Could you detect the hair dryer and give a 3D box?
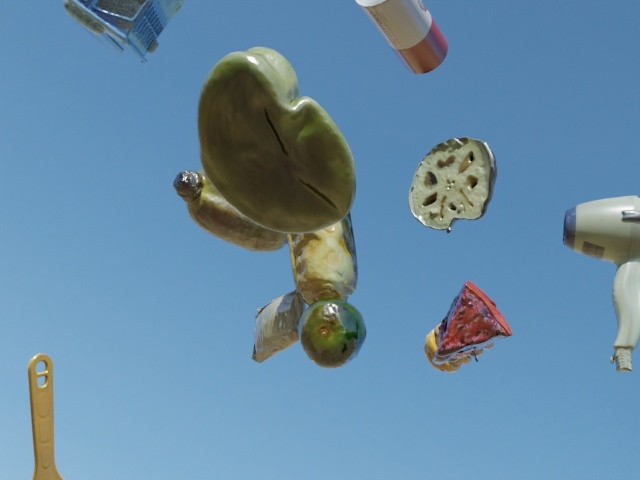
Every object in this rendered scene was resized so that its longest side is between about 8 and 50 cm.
[{"bbox_3d":[0.569,0.046,1.452,0.295,0.298,0.119,-15,-27,3],"label":"hair dryer"}]

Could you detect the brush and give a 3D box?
[{"bbox_3d":[-0.393,0.296,1.272,0.013,0.103,0.272,0,-87,34],"label":"brush"}]

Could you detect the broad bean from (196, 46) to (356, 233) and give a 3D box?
[{"bbox_3d":[-0.052,-0.099,0.942,0.153,0.072,0.207,-24,-86,23],"label":"broad bean"}]

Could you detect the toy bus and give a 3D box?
[{"bbox_3d":[-0.300,-0.396,1.394,0.152,0.190,0.312,35,1,-8],"label":"toy bus"}]

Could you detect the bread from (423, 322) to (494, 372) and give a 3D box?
[{"bbox_3d":[0.326,0.234,2.107,0.119,0.177,0.084,53,2,16],"label":"bread"}]

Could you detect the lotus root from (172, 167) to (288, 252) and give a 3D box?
[{"bbox_3d":[-0.180,-0.081,1.971,0.309,0.173,0.173,23,-34,-22],"label":"lotus root"}]

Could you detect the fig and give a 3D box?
[{"bbox_3d":[0.033,0.152,1.495,0.117,0.117,0.177,5,-3,25],"label":"fig"}]

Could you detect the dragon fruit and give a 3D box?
[{"bbox_3d":[0.221,0.155,1.345,0.092,0.123,0.192,24,-25,4],"label":"dragon fruit"}]

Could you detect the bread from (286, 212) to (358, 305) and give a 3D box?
[{"bbox_3d":[0.000,0.000,1.686,0.129,0.268,0.152,-8,-22,-1],"label":"bread"}]

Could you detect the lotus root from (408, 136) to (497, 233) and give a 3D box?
[{"bbox_3d":[0.283,-0.107,1.845,0.183,0.204,0.078,16,-7,36],"label":"lotus root"}]

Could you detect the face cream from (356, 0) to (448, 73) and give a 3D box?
[{"bbox_3d":[0.151,-0.402,1.643,0.095,0.096,0.214,-3,-26,32],"label":"face cream"}]

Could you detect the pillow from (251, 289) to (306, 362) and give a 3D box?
[{"bbox_3d":[-0.086,0.174,1.836,0.053,0.119,0.208,10,-24,-27],"label":"pillow"}]
